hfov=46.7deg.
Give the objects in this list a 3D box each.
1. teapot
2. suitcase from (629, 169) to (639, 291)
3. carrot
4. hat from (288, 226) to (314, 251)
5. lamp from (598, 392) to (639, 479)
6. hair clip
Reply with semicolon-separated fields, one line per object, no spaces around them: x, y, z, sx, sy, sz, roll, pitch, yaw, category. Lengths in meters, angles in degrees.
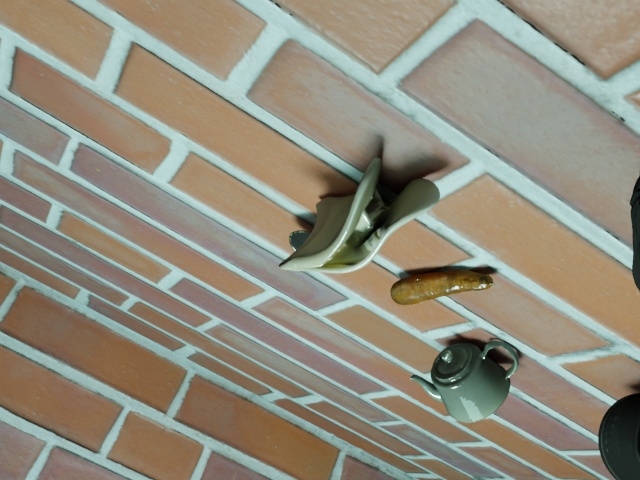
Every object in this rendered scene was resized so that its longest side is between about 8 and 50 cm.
0.321;0.288;1.639;0.239;0.162;0.149;-26;117;28;teapot
0.532;-0.022;0.815;0.345;0.188;0.339;7;156;28;suitcase
0.228;0.085;1.408;0.059;0.059;0.248;39;147;-29;carrot
0.000;0.000;1.440;0.121;0.050;0.121;15;153;8;hat
0.663;0.377;1.412;0.205;0.373;0.272;15;-174;4;lamp
0.068;-0.038;1.203;0.113;0.172;0.282;38;141;-9;hair clip
